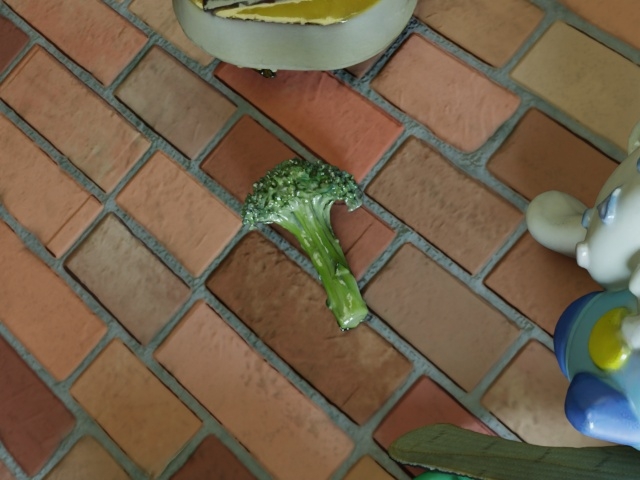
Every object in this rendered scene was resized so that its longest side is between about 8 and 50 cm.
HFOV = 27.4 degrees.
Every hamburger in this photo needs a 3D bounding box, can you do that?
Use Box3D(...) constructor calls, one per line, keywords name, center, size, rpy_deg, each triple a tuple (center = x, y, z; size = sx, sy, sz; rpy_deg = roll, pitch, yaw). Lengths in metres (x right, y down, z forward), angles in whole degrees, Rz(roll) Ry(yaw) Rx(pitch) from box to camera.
Box3D(name="hamburger", center=(-0.031, -0.307, 1.537), size=(0.295, 0.151, 0.227), rpy_deg=(8, 74, 8))

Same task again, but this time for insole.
Box3D(name="insole", center=(0.210, 0.205, 1.205), size=(0.348, 0.119, 0.009), rpy_deg=(3, 109, 41))

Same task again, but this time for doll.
Box3D(name="doll", center=(0.298, 0.055, 1.137), size=(0.187, 0.376, 0.365), rpy_deg=(0, 70, -3))

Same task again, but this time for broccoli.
Box3D(name="broccoli", center=(-0.002, 0.001, 1.433), size=(0.118, 0.122, 0.204), rpy_deg=(-36, 70, 24))

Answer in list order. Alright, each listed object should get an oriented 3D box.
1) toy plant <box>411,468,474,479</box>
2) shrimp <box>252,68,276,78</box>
Box3D(name="toy plant", center=(0.036, 0.333, 1.209), size=(0.400, 0.185, 0.279), rpy_deg=(-1, 38, 17))
Box3D(name="shrimp", center=(-0.070, -0.247, 1.610), size=(0.091, 0.025, 0.127), rpy_deg=(-34, 55, 6))
